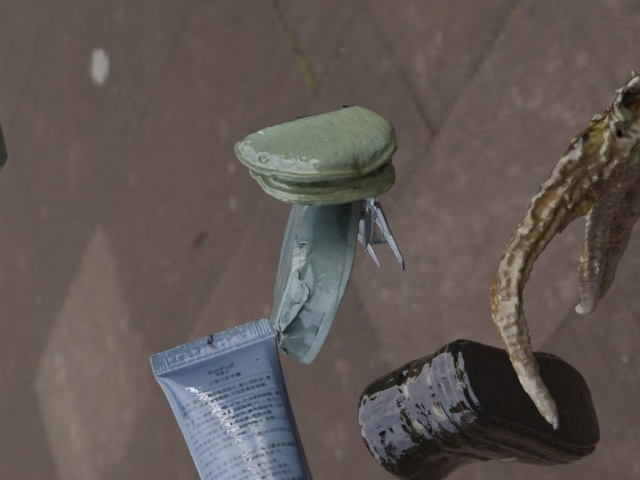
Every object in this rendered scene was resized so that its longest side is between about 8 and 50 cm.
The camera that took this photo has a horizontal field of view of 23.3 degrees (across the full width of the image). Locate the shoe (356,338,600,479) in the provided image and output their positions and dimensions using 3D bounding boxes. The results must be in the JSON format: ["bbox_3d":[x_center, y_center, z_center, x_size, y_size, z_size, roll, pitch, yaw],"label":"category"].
[{"bbox_3d":[0.221,0.258,2.207,0.237,0.384,0.171,-29,63,32],"label":"shoe"}]

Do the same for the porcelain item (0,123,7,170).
[{"bbox_3d":[-0.433,-0.117,1.363,0.286,0.157,0.281,-19,82,17],"label":"porcelain item"}]

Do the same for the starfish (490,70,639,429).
[{"bbox_3d":[0.271,-0.048,1.096,0.398,0.384,0.132,-46,62,9],"label":"starfish"}]

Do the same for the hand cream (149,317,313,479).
[{"bbox_3d":[-0.034,0.171,1.028,0.058,0.091,0.271,78,170,-54],"label":"hand cream"}]

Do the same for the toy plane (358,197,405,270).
[{"bbox_3d":[0.068,-0.056,2.298,0.226,0.058,0.226,54,166,38],"label":"toy plane"}]

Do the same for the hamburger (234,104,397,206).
[{"bbox_3d":[0.004,-0.055,1.132,0.084,0.121,0.054,-132,40,-52],"label":"hamburger"}]

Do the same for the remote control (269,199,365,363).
[{"bbox_3d":[0.000,0.000,1.215,0.247,0.052,0.104,-80,11,-57],"label":"remote control"}]
